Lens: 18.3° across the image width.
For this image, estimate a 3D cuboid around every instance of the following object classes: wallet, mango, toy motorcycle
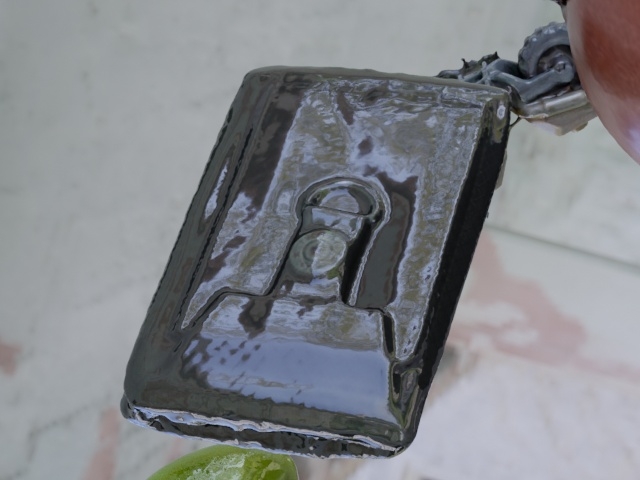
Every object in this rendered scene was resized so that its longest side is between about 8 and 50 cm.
[{"bbox_3d":[0.000,0.000,1.051,0.052,0.168,0.245,68,-147,-49],"label":"wallet"},{"bbox_3d":[-0.093,0.221,1.672,0.165,0.091,0.074,-19,-31,-21],"label":"mango"},{"bbox_3d":[0.139,-0.082,1.613,0.130,0.229,0.094,57,-166,-19],"label":"toy motorcycle"}]

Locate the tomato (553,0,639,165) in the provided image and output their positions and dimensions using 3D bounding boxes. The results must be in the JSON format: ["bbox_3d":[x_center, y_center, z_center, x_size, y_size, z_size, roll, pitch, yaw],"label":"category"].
[{"bbox_3d":[0.298,-0.147,0.997,0.341,0.273,0.341,-41,-24,-23],"label":"tomato"}]
